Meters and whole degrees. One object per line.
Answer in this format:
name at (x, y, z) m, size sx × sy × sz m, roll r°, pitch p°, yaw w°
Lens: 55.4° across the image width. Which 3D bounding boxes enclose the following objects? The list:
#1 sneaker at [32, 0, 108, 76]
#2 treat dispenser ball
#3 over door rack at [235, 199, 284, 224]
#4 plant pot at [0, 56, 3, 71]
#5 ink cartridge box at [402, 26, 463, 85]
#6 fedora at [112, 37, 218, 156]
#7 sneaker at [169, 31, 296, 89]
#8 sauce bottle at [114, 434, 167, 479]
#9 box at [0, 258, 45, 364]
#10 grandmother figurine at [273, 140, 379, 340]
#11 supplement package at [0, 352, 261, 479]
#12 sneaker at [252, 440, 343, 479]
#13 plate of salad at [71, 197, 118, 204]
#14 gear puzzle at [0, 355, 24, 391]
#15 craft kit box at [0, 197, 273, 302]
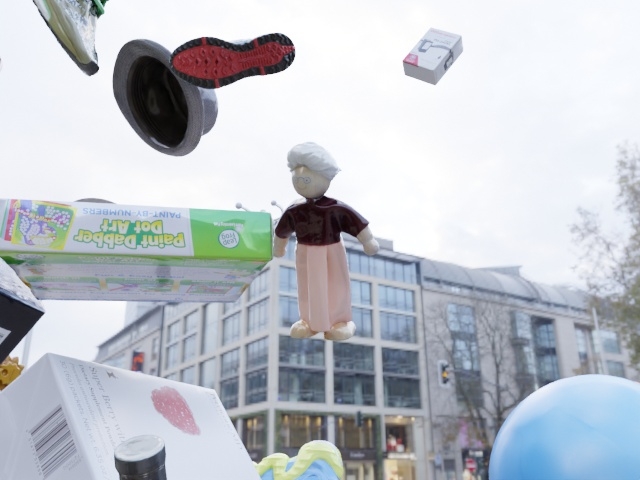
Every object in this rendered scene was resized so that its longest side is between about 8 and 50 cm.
sneaker at (-0.437, -0.507, 1.141) m, size 0.182 × 0.411 × 0.158 m, roll -14°, pitch -13°, yaw 0°
treat dispenser ball at (0.366, 0.320, 0.786) m, size 0.288 × 0.288 × 0.288 m, roll -1°, pitch -21°, yaw 0°
over door rack at (-0.281, -0.015, 1.698) m, size 0.324 × 0.108 × 0.239 m, roll -23°, pitch 11°, yaw 19°
plant pot at (-0.695, -0.290, 1.057) m, size 0.263 × 0.229 × 0.263 m, roll 27°, pitch -27°, yaw 15°
ink cartridge box at (0.319, -0.524, 1.728) m, size 0.109 × 0.150 × 0.063 m, roll 28°, pitch -19°, yaw 31°
fedora at (-0.331, -0.323, 1.376) m, size 0.124 × 0.275 × 0.244 m, roll -28°, pitch -29°, yaw -48°
sneaker at (-0.188, -0.374, 1.288) m, size 0.261 × 0.104 × 0.125 m, roll -9°, pitch 13°, yaw -18°
sauce bottle at (-0.090, 0.169, 0.331) m, size 0.042 × 0.128 × 0.042 m, roll -4°, pitch 10°, yaw 1°
box at (-0.492, 0.101, 0.868) m, size 0.156 × 0.158 × 0.093 m, roll -49°, pitch -45°, yaw 0°
grandmother figurine at (0.000, 0.000, 1.059) m, size 0.207 × 0.343 × 0.104 m, roll -3°, pitch 12°, yaw 16°
supplement package at (-0.217, 0.262, 0.657) m, size 0.175 × 0.177 × 0.293 m, roll -40°, pitch -30°, yaw 5°
sneaker at (-0.074, 0.391, 0.909) m, size 0.240 × 0.126 × 0.091 m, roll -26°, pitch -55°, yaw 4°
plate of salad at (-0.493, -0.003, 1.360) m, size 0.199 × 0.048 × 0.200 m, roll 0°, pitch -59°, yaw 1°
gear puzzle at (-0.717, 0.332, 1.193) m, size 0.044 × 0.176 × 0.339 m, roll -6°, pitch 15°, yaw 29°
craft kit box at (-0.198, 0.023, 0.672) m, size 0.249 × 0.061 × 0.246 m, roll 3°, pitch -13°, yaw -17°
